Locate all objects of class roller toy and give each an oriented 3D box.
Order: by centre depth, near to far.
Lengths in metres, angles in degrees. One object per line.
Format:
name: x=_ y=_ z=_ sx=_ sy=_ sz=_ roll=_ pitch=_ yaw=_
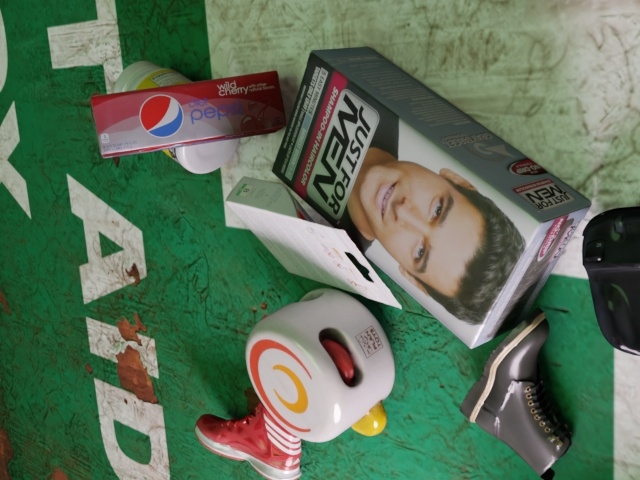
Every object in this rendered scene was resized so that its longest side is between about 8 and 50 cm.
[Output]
roller toy: x=0.005 y=0.173 z=1.199 sx=0.209 sy=0.146 sz=0.191 roll=29 pitch=132 yaw=35

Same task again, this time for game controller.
game controller: x=0.406 y=0.043 z=0.818 sx=0.319 sy=0.067 sz=0.166 roll=-3 pitch=114 yaw=47

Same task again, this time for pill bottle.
pill bottle: x=-0.234 y=-0.203 z=1.360 sx=0.208 sy=0.119 sz=0.119 roll=37 pitch=125 yaw=34

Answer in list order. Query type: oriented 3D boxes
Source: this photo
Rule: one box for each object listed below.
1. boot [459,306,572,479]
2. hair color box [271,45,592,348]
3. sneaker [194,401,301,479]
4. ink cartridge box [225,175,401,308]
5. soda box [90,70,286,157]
boot: x=0.259 y=0.183 z=1.001 sx=0.137 sy=0.077 sz=0.197 roll=42 pitch=142 yaw=25
hair color box: x=0.117 y=-0.066 z=1.037 sx=0.374 sy=0.114 sz=0.185 roll=42 pitch=128 yaw=29
sneaker: x=-0.115 y=0.305 z=1.425 sx=0.221 sy=0.087 sz=0.128 roll=17 pitch=105 yaw=29
ink cartridge box: x=0.000 y=0.000 z=1.147 sx=0.225 sy=0.056 sz=0.181 roll=13 pitch=152 yaw=42
soda box: x=-0.187 y=-0.179 z=1.209 sx=0.092 sy=0.263 sz=0.083 roll=-175 pitch=75 yaw=-77
